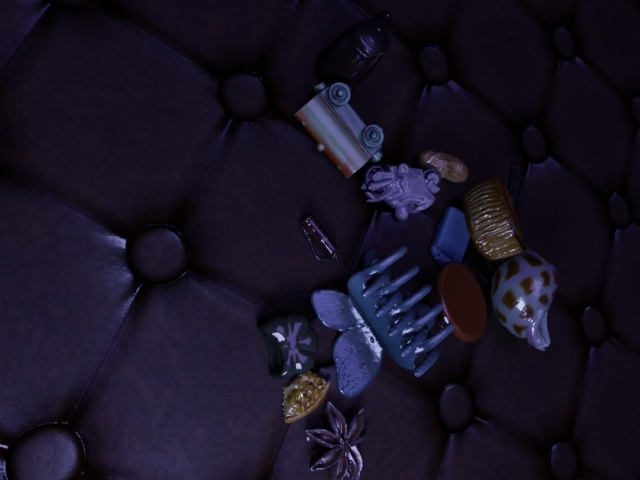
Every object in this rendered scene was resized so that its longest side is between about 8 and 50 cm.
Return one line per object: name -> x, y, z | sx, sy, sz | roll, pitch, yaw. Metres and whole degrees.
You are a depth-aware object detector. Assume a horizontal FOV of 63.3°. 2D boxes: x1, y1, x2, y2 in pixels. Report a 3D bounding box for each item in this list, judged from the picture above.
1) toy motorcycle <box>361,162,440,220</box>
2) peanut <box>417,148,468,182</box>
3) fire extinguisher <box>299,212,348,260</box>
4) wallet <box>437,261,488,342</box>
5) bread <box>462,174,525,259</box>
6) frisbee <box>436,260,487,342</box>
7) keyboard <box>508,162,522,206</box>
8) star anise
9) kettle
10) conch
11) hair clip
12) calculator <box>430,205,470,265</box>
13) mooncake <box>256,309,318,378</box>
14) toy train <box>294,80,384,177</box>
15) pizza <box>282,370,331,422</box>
toy motorcycle -> 0.249, -0.145, 1.566 | 0.260, 0.110, 0.171 | 0, 94, -21
peanut -> 0.396, -0.237, 1.656 | 0.194, 0.093, 0.083 | 15, 114, -21
fire extinguisher -> 0.000, 0.000, 1.452 | 0.078, 0.045, 0.157 | -39, 101, 2
wallet -> 0.452, 0.193, 1.639 | 0.124, 0.042, 0.230 | 34, 64, -17
bread -> 0.541, -0.071, 1.628 | 0.227, 0.142, 0.254 | 32, 42, -42
frisbee -> 0.428, 0.180, 1.557 | 0.250, 0.021, 0.251 | 20, 59, -37
keyboard -> 0.690, -0.198, 1.840 | 0.053, 0.010, 0.155 | 19, 73, -24
star anise -> 0.039, 0.531, 1.364 | 0.196, 0.073, 0.212 | 26, 68, -24
kettle -> 0.112, -0.545, 1.488 | 0.144, 0.232, 0.202 | 43, 66, -15
conch -> 0.653, 0.155, 1.665 | 0.249, 0.197, 0.368 | 53, 51, -51
hair clip -> 0.182, 0.195, 1.402 | 0.392, 0.238, 0.319 | -33, 94, -26
calculator -> 0.424, -0.014, 1.662 | 0.121, 0.039, 0.210 | 33, 68, -20
mooncake -> -0.088, 0.265, 1.331 | 0.175, 0.104, 0.168 | 43, 72, -10
toy train -> 0.056, -0.318, 1.499 | 0.177, 0.116, 0.285 | -43, 102, -13
pizza -> -0.044, 0.405, 1.364 | 0.160, 0.035, 0.099 | -35, 97, -27
